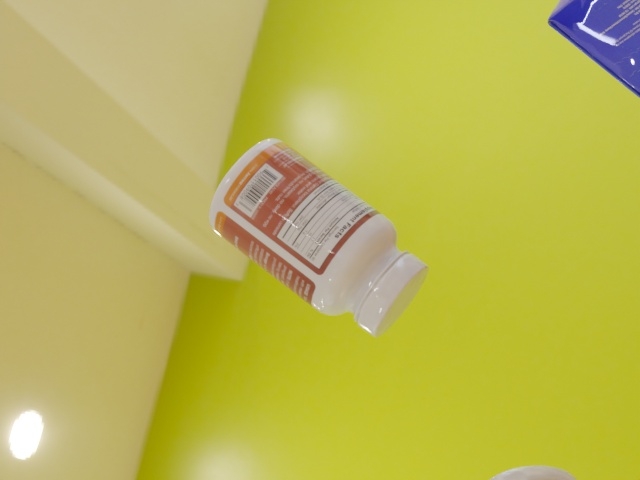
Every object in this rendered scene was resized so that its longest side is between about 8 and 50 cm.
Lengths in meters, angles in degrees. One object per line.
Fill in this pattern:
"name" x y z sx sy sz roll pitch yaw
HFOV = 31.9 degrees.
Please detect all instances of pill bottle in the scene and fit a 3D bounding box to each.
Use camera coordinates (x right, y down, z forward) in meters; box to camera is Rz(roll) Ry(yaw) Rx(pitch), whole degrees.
"pill bottle" 0.000 0.000 1.159 0.121 0.216 0.121 -48 -15 -17

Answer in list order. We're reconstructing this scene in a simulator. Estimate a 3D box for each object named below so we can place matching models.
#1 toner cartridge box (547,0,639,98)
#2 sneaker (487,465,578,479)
"toner cartridge box" 0.339 -0.216 0.864 0.075 0.165 0.348 -58 9 -23
"sneaker" 0.268 0.332 1.147 0.256 0.094 0.151 32 -156 -30
